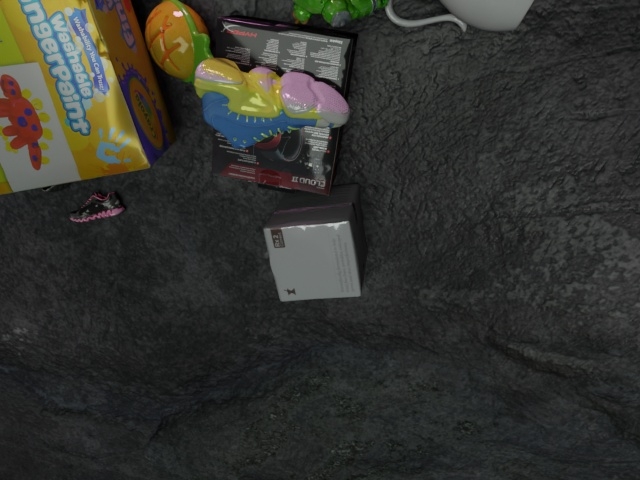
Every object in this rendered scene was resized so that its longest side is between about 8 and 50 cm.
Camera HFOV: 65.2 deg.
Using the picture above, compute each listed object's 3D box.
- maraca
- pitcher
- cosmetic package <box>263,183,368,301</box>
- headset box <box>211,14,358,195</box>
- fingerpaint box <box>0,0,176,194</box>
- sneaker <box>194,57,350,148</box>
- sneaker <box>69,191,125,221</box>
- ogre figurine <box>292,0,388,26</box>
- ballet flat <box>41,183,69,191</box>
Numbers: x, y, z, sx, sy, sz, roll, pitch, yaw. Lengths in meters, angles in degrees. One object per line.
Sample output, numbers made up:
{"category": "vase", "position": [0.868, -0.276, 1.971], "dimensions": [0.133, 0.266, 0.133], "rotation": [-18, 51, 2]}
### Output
{"category": "maraca", "position": [-0.226, -0.321, 0.829], "dimensions": [0.185, 0.099, 0.127], "rotation": [48, 144, 26]}
{"category": "pitcher", "position": [0.209, -0.379, 0.752], "dimensions": [0.207, 0.125, 0.177], "rotation": [30, 138, 5]}
{"category": "cosmetic package", "position": [0.000, 0.000, 0.928], "dimensions": [0.152, 0.183, 0.151], "rotation": [-6, 116, 12]}
{"category": "headset box", "position": [-0.067, -0.219, 0.870], "dimensions": [0.218, 0.110, 0.293], "rotation": [10, 117, 5]}
{"category": "fingerpaint box", "position": [-0.483, -0.312, 0.775], "dimensions": [0.372, 0.163, 0.444], "rotation": [-10, 117, 7]}
{"category": "sneaker", "position": [-0.078, -0.198, 0.784], "dimensions": [0.240, 0.091, 0.126], "rotation": [18, 136, 1]}
{"category": "sneaker", "position": [-0.474, -0.073, 1.050], "dimensions": [0.120, 0.047, 0.057], "rotation": [-11, 108, 6]}
{"category": "ogre figurine", "position": [-0.003, -0.393, 0.760], "dimensions": [0.197, 0.118, 0.097], "rotation": [43, 145, -18]}
{"category": "ballet flat", "position": [-0.507, -0.160, 1.005], "dimensions": [0.058, 0.049, 0.173], "rotation": [35, 116, -10]}
